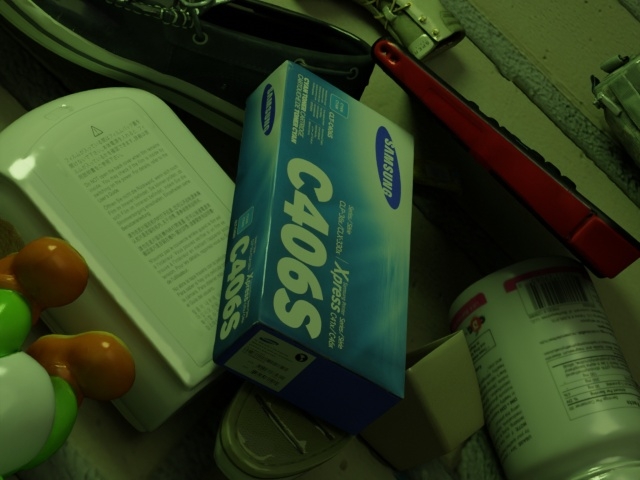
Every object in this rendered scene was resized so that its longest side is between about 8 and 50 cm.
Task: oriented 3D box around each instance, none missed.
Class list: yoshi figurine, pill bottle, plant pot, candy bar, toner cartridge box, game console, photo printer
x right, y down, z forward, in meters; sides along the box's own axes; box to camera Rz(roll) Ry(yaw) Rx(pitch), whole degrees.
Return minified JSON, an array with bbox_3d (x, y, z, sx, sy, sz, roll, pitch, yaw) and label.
[{"bbox_3d":[-0.259,0.160,1.471,0.203,0.203,0.362,29,44,5],"label":"yoshi figurine"},{"bbox_3d":[0.250,0.173,1.970,0.160,0.160,0.283,4,56,-39],"label":"pill bottle"},{"bbox_3d":[0.098,0.166,1.895,0.109,0.109,0.096,-30,94,-50],"label":"plant pot"},{"bbox_3d":[0.101,-0.079,2.156,0.161,0.018,0.040,10,56,-36],"label":"candy bar"},{"bbox_3d":[0.000,0.000,1.794,0.165,0.075,0.348,30,41,-25],"label":"toner cartridge box"},{"bbox_3d":[0.208,-0.091,2.063,0.342,0.060,0.386,45,6,6],"label":"game console"},{"bbox_3d":[-0.175,0.000,1.780,0.307,0.107,0.256,49,39,3],"label":"photo printer"}]

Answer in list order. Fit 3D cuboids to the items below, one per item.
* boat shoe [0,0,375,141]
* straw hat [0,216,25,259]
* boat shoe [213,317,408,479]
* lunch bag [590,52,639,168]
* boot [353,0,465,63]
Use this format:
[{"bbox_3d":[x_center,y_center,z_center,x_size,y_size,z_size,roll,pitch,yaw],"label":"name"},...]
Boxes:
[{"bbox_3d":[-0.155,-0.235,1.918,0.500,0.156,0.187,25,21,-27],"label":"boat shoe"},{"bbox_3d":[-0.326,0.037,1.647,0.061,0.144,0.144,20,26,35],"label":"straw hat"},{"bbox_3d":[-0.018,0.149,1.798,0.113,0.103,0.302,49,39,0],"label":"boat shoe"},{"bbox_3d":[0.505,-0.129,2.400,0.256,0.212,0.305,-22,73,-49],"label":"lunch bag"},{"bbox_3d":[0.074,-0.282,2.256,0.213,0.077,0.165,-20,74,-51],"label":"boot"}]
